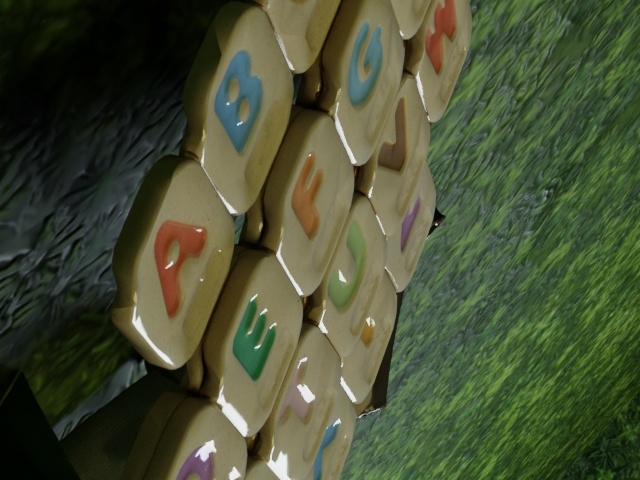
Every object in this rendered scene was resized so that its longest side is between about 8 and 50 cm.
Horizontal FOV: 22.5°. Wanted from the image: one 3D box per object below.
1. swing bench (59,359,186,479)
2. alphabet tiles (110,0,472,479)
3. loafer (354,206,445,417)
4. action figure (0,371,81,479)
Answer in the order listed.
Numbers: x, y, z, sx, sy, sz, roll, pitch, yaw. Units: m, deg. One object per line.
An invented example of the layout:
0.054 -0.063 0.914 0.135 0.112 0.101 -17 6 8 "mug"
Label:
-0.115 0.227 0.782 0.253 0.165 0.255 -39 160 -30 "swing bench"
0.000 0.000 0.616 0.278 0.021 0.284 62 46 -62 "alphabet tiles"
0.014 0.059 0.889 0.080 0.078 0.220 -24 150 -54 "loafer"
-0.088 0.171 0.611 0.137 0.232 0.063 -49 163 -4 "action figure"
